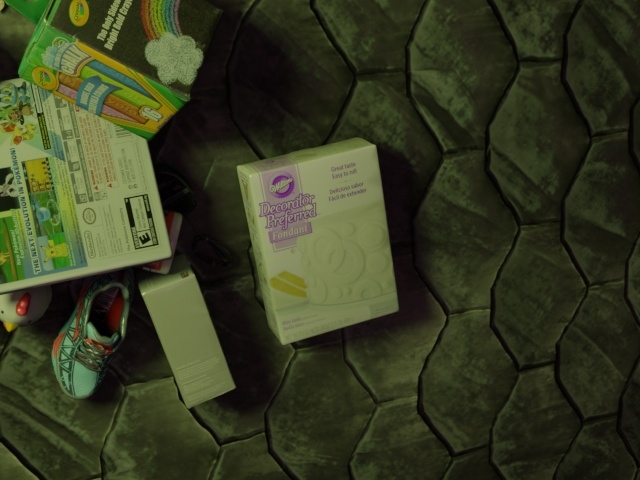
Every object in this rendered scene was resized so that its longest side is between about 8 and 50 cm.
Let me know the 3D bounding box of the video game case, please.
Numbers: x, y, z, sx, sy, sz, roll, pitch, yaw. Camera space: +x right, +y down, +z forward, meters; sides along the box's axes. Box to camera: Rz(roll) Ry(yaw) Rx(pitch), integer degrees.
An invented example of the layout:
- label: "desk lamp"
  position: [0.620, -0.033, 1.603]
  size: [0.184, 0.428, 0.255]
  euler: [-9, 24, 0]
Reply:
- label: "video game case"
  position: [-0.414, -0.100, 1.278]
  size: [0.299, 0.036, 0.329]
  euler: [-12, 84, -15]

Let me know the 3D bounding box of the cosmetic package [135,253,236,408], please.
- label: "cosmetic package"
  position: [-0.239, 0.157, 1.441]
  size: [0.107, 0.127, 0.238]
  euler: [-23, 111, -10]

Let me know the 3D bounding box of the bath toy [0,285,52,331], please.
- label: "bath toy"
  position: [-0.601, 0.065, 1.286]
  size: [0.348, 0.129, 0.151]
  euler: [20, 99, -24]

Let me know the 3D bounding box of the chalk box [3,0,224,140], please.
- label: "chalk box"
  position: [-0.326, -0.310, 1.207]
  size: [0.289, 0.179, 0.180]
  euler: [27, 63, -23]

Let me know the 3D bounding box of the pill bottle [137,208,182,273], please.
- label: "pill bottle"
  position: [-0.336, -0.016, 1.357]
  size: [0.193, 0.108, 0.108]
  euler: [13, 102, -11]

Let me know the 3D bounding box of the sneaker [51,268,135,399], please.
- label: "sneaker"
  position: [-0.390, 0.162, 1.389]
  size: [0.104, 0.125, 0.262]
  euler: [15, 101, -22]

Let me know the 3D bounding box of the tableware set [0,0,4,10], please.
- label: "tableware set"
  position: [-0.551, -0.405, 1.219]
  size: [0.141, 0.020, 0.169]
  euler: [-37, 114, -6]

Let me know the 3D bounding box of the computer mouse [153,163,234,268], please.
- label: "computer mouse"
  position: [-0.229, -0.042, 1.436]
  size: [0.071, 0.041, 0.242]
  euler: [-27, 121, 9]

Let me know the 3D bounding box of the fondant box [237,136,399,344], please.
- label: "fondant box"
  position: [0.000, 0.000, 1.493]
  size: [0.238, 0.096, 0.330]
  euler: [-15, 109, -14]
